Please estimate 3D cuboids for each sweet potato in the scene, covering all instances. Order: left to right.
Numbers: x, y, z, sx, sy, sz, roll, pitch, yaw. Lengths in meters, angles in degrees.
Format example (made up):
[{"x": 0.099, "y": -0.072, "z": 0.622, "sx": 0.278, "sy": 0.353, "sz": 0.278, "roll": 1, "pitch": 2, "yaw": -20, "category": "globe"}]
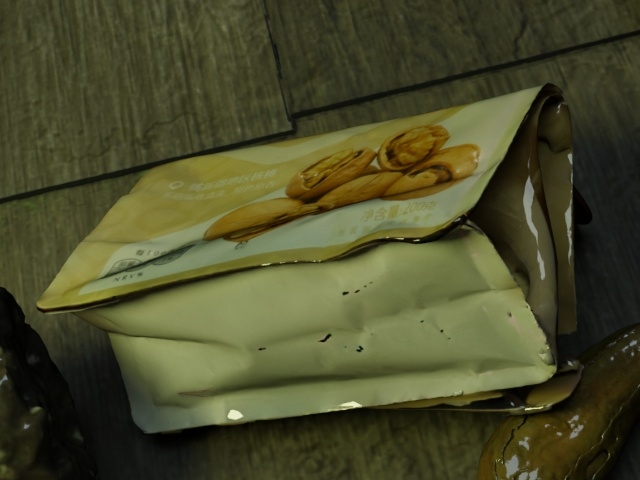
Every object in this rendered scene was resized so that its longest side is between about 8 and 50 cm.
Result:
[{"x": 0.188, "y": 0.106, "z": 1.027, "sx": 0.233, "sy": 0.062, "sz": 0.081, "roll": -33, "pitch": 69, "yaw": -17, "category": "sweet potato"}]

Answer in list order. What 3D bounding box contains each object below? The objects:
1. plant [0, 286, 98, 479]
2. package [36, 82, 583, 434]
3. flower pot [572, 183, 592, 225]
[{"x": -0.311, "y": 0.164, "z": 1.009, "sx": 0.321, "sy": 0.181, "sz": 0.194, "roll": -25, "pitch": 44, "yaw": 0, "category": "plant"}, {"x": 0.010, "y": 0.031, "z": 1.049, "sx": 0.311, "sy": 0.165, "sz": 0.221, "roll": -10, "pitch": 25, "yaw": 26, "category": "package"}, {"x": 0.119, "y": -0.020, "z": 1.118, "sx": 0.089, "sy": 0.111, "sz": 0.111, "roll": -47, "pitch": 57, "yaw": -4, "category": "flower pot"}]
